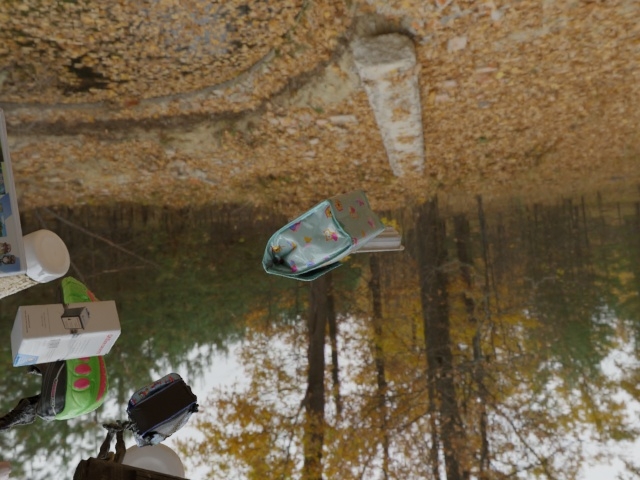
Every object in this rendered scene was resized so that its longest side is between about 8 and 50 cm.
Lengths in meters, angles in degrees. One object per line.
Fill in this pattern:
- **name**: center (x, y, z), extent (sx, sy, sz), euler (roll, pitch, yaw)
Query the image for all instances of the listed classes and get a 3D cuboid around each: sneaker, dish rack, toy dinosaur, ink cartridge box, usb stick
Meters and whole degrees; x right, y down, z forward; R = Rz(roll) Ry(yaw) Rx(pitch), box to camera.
- **sneaker**: center (-0.734, 0.289, 1.478), extent (0.202, 0.482, 0.185), euler (-27, 133, 1)
- **sneaker**: center (-0.896, 0.507, 1.547), extent (0.051, 0.089, 0.170), euler (27, -171, 25)
- **dish rack**: center (0.076, -0.035, 1.632), extent (0.333, 0.072, 0.286), euler (-1, -164, -39)
- **toy dinosaur**: center (-0.385, 0.395, 0.954), extent (0.064, 0.118, 0.268), euler (17, 166, -19)
- **ink cartridge box**: center (-0.554, 0.201, 1.127), extent (0.191, 0.082, 0.139), euler (-1, 147, -40)
- **usb stick**: center (-0.247, 0.403, 0.817), extent (0.278, 0.045, 0.077), euler (29, -169, -28)

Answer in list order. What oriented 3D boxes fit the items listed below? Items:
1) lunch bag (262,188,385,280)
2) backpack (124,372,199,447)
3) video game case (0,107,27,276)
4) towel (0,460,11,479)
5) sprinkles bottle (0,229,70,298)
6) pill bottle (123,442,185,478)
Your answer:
- **lunch bag**: center (0.000, 0.000, 1.324), extent (0.262, 0.160, 0.223), euler (-34, 175, 28)
- **backpack**: center (-0.388, 0.418, 1.253), extent (0.158, 0.117, 0.173), euler (-26, 160, -34)
- **video game case**: center (-0.718, -0.078, 0.928), extent (0.300, 0.328, 0.036), euler (-8, 173, -30)
- **towel**: center (-1.032, 0.722, 1.363), extent (0.332, 0.053, 0.317), euler (1, 129, -47)
- **sprinkles bottle**: center (-0.792, 0.087, 1.248), extent (0.356, 0.121, 0.121), euler (-20, 175, 9)
- **pill bottle**: center (-0.562, 0.792, 1.702), extent (0.229, 0.228, 0.407), euler (-4, 157, -16)
